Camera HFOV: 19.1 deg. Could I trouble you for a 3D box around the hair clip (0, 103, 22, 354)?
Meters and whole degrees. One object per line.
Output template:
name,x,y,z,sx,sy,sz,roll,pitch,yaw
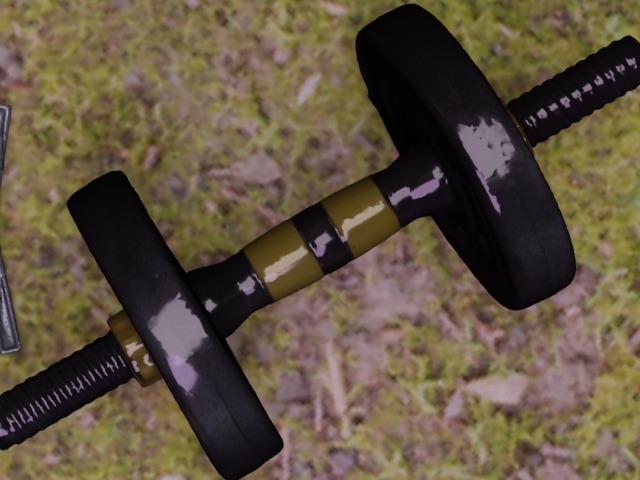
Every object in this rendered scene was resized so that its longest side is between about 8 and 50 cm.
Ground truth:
hair clip,-0.153,-0.004,0.857,0.030,0.039,0.115,-3,94,-1

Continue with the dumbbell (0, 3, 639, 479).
dumbbell,0.000,0.000,0.819,0.325,0.143,0.143,-30,94,-4
